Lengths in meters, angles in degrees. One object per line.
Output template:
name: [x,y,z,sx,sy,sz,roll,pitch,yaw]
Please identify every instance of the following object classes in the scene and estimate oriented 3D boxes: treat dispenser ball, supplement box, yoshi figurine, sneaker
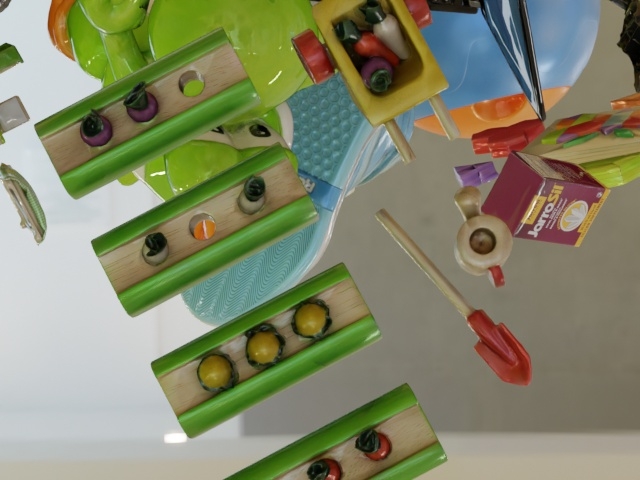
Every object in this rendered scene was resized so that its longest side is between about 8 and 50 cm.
treat dispenser ball: [0.166,-0.258,1.696,0.288,0.288,0.288,-1,-171,0]
supplement box: [0.172,-0.031,1.156,0.083,0.055,0.043,6,-151,-42]
yoshi figurine: [-0.085,-0.144,1.075,0.203,0.203,0.362,-29,-149,-5]
sneaker: [-0.006,-0.053,1.465,0.127,0.319,0.208,35,-174,13]

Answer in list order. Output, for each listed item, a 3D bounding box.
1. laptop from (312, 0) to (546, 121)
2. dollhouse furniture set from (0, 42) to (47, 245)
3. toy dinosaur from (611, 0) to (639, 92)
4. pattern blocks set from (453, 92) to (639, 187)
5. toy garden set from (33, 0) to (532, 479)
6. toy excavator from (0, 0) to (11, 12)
laptop: [0.055,-0.230,1.187,0.264,0.234,0.136,9,-128,24]
dollhouse furniture set: [-0.238,-0.077,1.210,0.058,0.152,0.076,-29,-162,-13]
toy dinosaur: [0.393,-0.217,1.405,0.218,0.164,0.322,-2,-164,-24]
pattern blocks set: [0.286,-0.103,1.452,0.325,0.026,0.285,-12,-165,16]
toy garden set: [0.000,0.000,0.736,0.204,0.244,0.049,-28,172,-2]
toy excavator: [-0.499,-0.350,1.262,0.445,0.433,0.222,26,-128,7]
